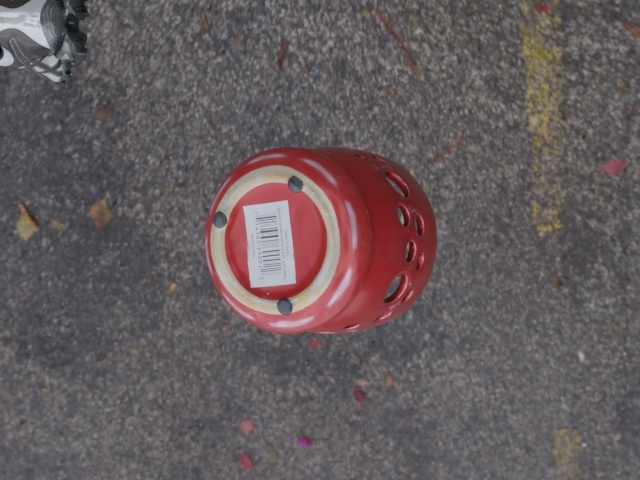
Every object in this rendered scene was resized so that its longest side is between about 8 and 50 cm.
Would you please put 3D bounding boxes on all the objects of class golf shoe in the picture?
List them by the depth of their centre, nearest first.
[{"bbox_3d":[-0.263,-0.187,0.684,0.094,0.198,0.077,-3,92,-23],"label":"golf shoe"}]

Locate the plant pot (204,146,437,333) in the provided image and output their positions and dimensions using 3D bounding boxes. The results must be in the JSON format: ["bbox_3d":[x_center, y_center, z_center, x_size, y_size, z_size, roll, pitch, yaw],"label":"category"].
[{"bbox_3d":[0.000,0.000,0.743,0.191,0.174,0.191,0,90,25],"label":"plant pot"}]
